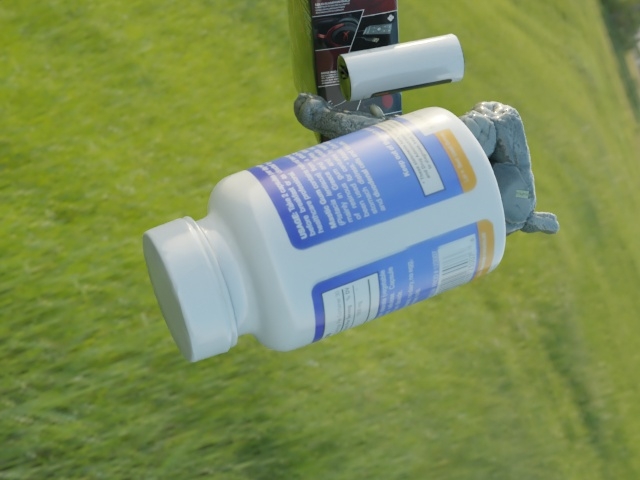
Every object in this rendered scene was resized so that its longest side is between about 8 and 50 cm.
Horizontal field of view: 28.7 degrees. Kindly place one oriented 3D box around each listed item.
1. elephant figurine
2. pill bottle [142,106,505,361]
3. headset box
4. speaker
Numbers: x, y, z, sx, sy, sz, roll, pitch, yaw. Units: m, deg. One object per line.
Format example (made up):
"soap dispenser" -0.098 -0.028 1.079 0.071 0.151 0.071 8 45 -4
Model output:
"elephant figurine" 0.111 -0.085 1.377 0.169 0.239 0.186 -22 111 -33
"pill bottle" 0.000 0.000 1.023 0.152 0.272 0.152 160 -90 -75
"headset box" 0.023 -0.287 1.560 0.218 0.110 0.293 -110 -168 -55
"speaker" 0.088 -0.193 1.400 0.055 0.136 0.055 168 -90 -78
